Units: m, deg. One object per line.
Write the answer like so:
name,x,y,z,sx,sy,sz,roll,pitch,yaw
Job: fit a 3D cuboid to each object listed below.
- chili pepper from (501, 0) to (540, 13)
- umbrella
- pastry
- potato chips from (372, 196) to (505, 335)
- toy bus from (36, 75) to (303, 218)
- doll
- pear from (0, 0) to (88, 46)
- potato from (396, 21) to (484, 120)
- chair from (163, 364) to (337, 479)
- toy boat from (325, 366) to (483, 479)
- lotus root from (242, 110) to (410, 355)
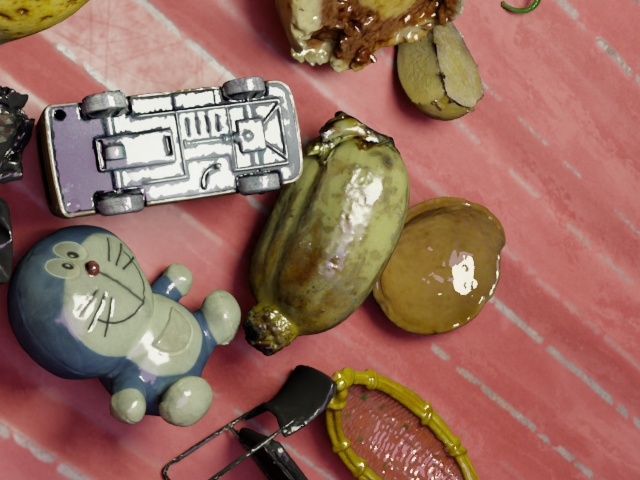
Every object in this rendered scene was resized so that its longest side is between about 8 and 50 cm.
chili pepper,0.272,-0.442,1.584,0.100,0.074,0.256,-21,97,-19
umbrella,-0.387,-0.045,1.281,0.122,0.110,0.272,16,86,-25
pastry,0.044,-0.350,1.419,0.256,0.170,0.236,-29,139,-12
potato chips,0.150,0.028,1.559,0.208,0.062,0.195,-45,115,-17
toy bus,-0.176,-0.104,1.350,0.290,0.157,0.139,-11,93,-21
doll,-0.233,0.092,1.342,0.258,0.154,0.228,45,42,-28
pear,-0.325,-0.318,1.098,0.271,0.271,0.271,-2,94,-25
potato,0.147,-0.225,1.545,0.101,0.089,0.172,15,54,-44
chair,-0.056,0.275,1.442,0.221,0.140,0.145,-41,109,-20
toy boat,0.105,0.270,1.537,0.318,0.099,0.141,43,79,-24
lotus root,0.000,0.000,1.431,0.173,0.173,0.309,27,88,-24
